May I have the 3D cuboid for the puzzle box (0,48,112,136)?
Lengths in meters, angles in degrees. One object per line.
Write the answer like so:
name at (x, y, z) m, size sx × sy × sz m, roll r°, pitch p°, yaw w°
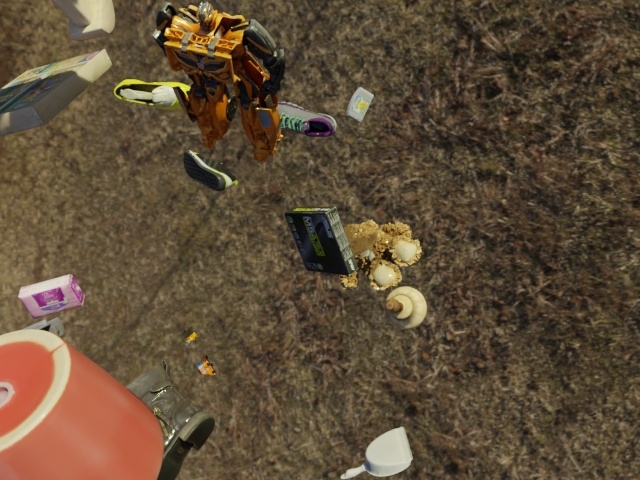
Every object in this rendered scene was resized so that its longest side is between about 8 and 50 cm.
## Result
puzzle box at (-0.742, -0.378, 1.482) m, size 0.409 × 0.271 × 0.052 m, roll -81°, pitch -22°, yaw -54°

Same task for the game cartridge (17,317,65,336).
game cartridge at (-0.716, 0.256, 1.189) m, size 0.355 × 0.230 × 0.068 m, roll -101°, pitch -8°, yaw -86°

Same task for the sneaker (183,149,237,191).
sneaker at (-0.380, -0.238, 1.975) m, size 0.234 × 0.097 × 0.084 m, roll 38°, pitch 128°, yaw 26°

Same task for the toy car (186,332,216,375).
toy car at (-0.319, 0.307, 1.509) m, size 0.122 × 0.040 × 0.060 m, roll 50°, pitch 166°, yaw 37°

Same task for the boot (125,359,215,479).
boot at (-0.372, 0.401, 1.212) m, size 0.228 × 0.263 × 0.091 m, roll 28°, pitch 147°, yaw 33°

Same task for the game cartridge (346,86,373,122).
game cartridge at (0.104, -0.365, 1.536) m, size 0.017 × 0.056 × 0.083 m, roll 38°, pitch 105°, yaw 56°

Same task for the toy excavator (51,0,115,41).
toy excavator at (-0.570, -0.632, 1.066) m, size 0.222 × 0.433 × 0.446 m, roll -9°, pitch 98°, yaw 9°

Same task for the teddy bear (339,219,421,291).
teddy bear at (0.162, 0.045, 1.625) m, size 0.338 × 0.113 × 0.245 m, roll -1°, pitch 58°, yaw 58°

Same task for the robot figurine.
robot figurine at (-0.150, -0.243, 0.900) m, size 0.210 × 0.291 × 0.085 m, roll 15°, pitch 67°, yaw 12°

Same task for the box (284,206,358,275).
box at (0.000, 0.000, 1.557) m, size 0.184 × 0.045 × 0.191 m, roll 6°, pitch 123°, yaw 51°

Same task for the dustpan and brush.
dustpan and brush at (0.149, 0.610, 1.583) m, size 0.147 × 0.211 × 0.060 m, roll -97°, pitch -11°, yaw -70°

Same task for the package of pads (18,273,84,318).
package of pads at (-0.414, 0.086, 0.881) m, size 0.032 × 0.083 × 0.050 m, roll -107°, pitch 1°, yaw -55°

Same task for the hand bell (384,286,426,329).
hand bell at (0.212, 0.184, 1.576) m, size 0.126 × 0.242 × 0.126 m, roll -3°, pitch 82°, yaw 19°

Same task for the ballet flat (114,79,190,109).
ballet flat at (-0.461, -0.398, 1.570) m, size 0.230 × 0.077 × 0.077 m, roll 9°, pitch 112°, yaw 12°

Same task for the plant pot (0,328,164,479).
plant pot at (-0.393, 0.275, 0.804) m, size 0.275 × 0.274 × 0.243 m, roll 43°, pitch 155°, yaw 41°

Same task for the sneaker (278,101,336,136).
sneaker at (-0.066, -0.329, 1.568) m, size 0.098 × 0.223 × 0.083 m, roll -85°, pitch 3°, yaw -72°
